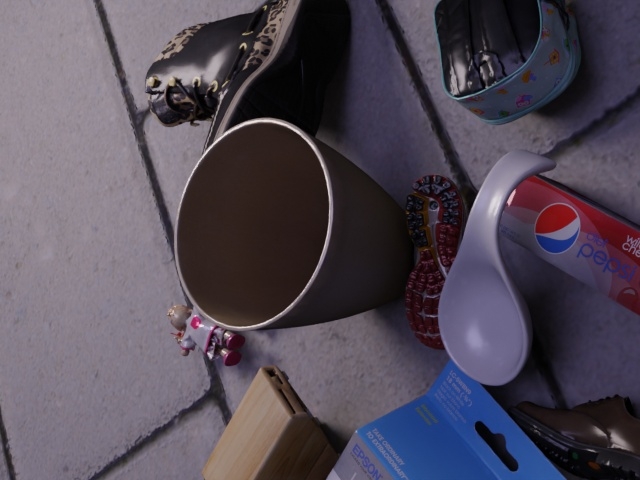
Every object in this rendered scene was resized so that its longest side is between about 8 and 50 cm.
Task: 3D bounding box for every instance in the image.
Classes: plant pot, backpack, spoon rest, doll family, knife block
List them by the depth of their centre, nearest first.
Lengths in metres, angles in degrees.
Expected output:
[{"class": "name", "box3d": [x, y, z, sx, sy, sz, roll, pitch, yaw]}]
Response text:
[{"class": "spoon rest", "box3d": [0.197, 0.035, 1.371, 0.137, 0.084, 0.276, 26, 114, 43]}, {"class": "backpack", "box3d": [0.230, -0.233, 1.457, 0.165, 0.144, 0.188, -25, 43, 32]}, {"class": "plant pot", "box3d": [0.000, 0.000, 1.522, 0.256, 0.274, 0.257, -9, 76, 38]}, {"class": "knife block", "box3d": [-0.100, 0.308, 1.573, 0.242, 0.276, 0.088, -34, 57, -4]}, {"class": "doll family", "box3d": [-0.140, 0.048, 1.756, 0.163, 0.118, 0.263, 30, 119, 33]}]

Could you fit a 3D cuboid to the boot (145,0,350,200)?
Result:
[{"class": "boot", "box3d": [-0.135, -0.204, 1.718, 0.284, 0.138, 0.377, -6, 53, 42]}]

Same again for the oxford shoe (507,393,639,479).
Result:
[{"class": "oxford shoe", "box3d": [0.312, 0.218, 1.358, 0.227, 0.083, 0.096, 15, 62, 47]}]

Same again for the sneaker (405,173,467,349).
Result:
[{"class": "sneaker", "box3d": [0.159, 0.027, 1.519, 0.088, 0.092, 0.225, 3, 97, 17]}]

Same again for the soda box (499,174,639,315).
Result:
[{"class": "soda box", "box3d": [0.324, 0.010, 1.368, 0.263, 0.092, 0.083, 34, 103, 39]}]

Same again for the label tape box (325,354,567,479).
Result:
[{"class": "label tape box", "box3d": [0.117, 0.339, 1.424, 0.241, 0.106, 0.334, 48, 123, 35]}]
